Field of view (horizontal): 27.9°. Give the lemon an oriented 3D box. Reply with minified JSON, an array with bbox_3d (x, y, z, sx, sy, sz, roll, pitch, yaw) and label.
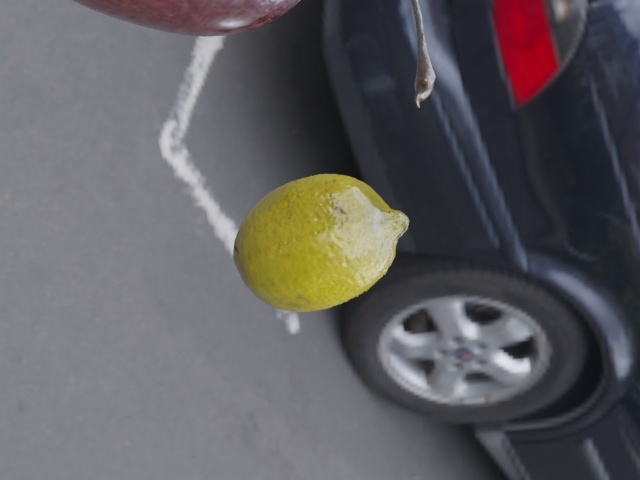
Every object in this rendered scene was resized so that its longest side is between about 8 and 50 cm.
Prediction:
[{"bbox_3d":[0.000,0.000,0.775,0.082,0.110,0.082,51,27,-39],"label":"lemon"}]

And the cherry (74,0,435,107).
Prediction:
[{"bbox_3d":[-0.050,-0.121,0.558,0.148,0.115,0.188,-39,116,-53],"label":"cherry"}]
